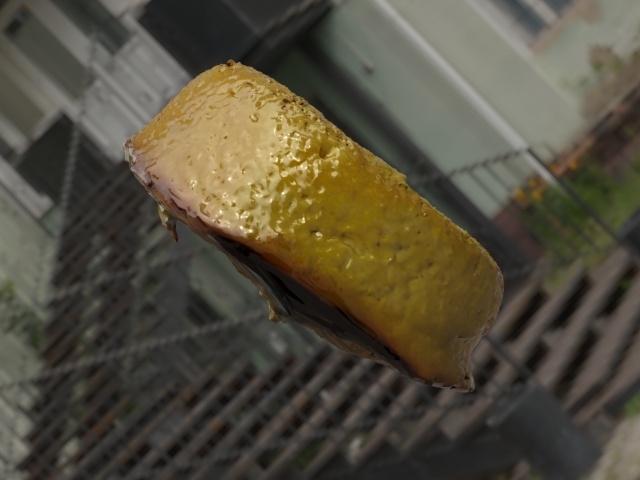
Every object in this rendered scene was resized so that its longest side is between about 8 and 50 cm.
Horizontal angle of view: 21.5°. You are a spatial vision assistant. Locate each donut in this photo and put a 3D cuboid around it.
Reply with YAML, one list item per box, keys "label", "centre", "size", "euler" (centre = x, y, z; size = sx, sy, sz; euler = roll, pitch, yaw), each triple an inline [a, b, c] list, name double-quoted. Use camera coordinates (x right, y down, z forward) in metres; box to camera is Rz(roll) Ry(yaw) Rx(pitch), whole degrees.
- label: "donut"
  centre: [-0.002, -0.002, 0.995]
  size: [0.118, 0.253, 0.253]
  euler: [-50, -1, -1]
